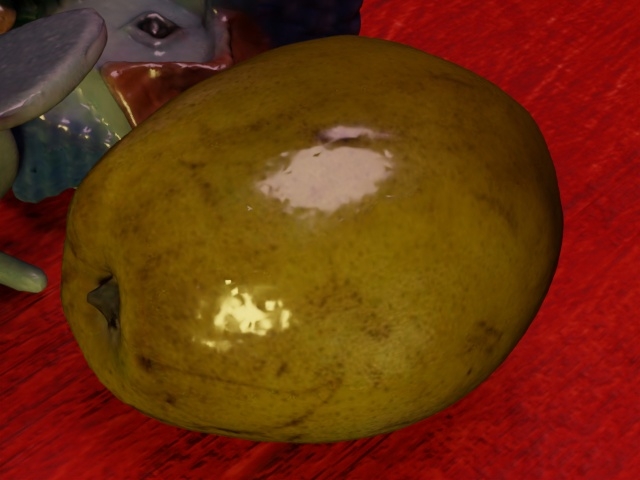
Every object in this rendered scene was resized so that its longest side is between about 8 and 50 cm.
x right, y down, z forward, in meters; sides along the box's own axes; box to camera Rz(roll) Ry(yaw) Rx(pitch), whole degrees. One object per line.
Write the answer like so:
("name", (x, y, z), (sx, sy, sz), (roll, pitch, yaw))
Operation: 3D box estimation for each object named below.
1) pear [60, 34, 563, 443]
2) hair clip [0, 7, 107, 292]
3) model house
("pear", (0.000, 0.000, 0.820), (0.307, 0.252, 0.253), (-12, 45, -27))
("hair clip", (-0.309, -0.012, 0.800), (0.392, 0.238, 0.318), (18, 44, 13))
("model house", (-0.092, -0.134, 0.980), (0.329, 0.251, 0.295), (35, 49, 21))
